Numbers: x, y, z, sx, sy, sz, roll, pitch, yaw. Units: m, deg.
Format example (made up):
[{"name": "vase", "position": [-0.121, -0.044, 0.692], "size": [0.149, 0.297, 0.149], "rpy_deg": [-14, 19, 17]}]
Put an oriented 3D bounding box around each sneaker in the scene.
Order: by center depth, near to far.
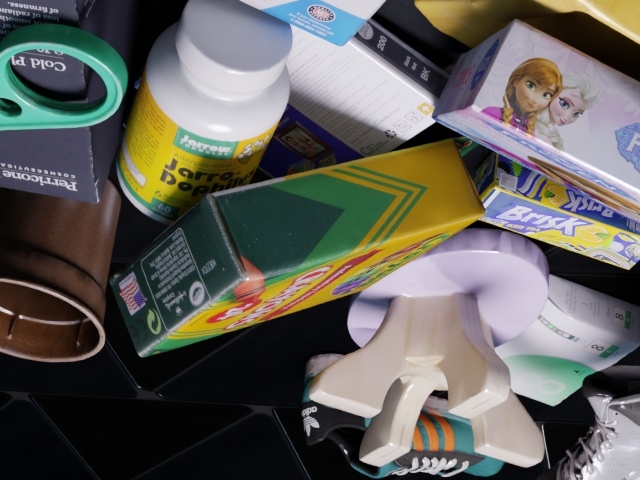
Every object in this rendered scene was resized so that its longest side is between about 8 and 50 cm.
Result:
[{"name": "sneaker", "position": [0.264, 0.188, 1.356], "size": [0.228, 0.086, 0.132], "rpy_deg": [-33, 121, 14]}, {"name": "sneaker", "position": [0.101, 0.250, 1.731], "size": [0.302, 0.121, 0.108], "rpy_deg": [25, 146, -22]}]

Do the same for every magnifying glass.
[{"name": "magnifying glass", "position": [-0.234, -0.098, 1.024], "size": [0.231, 0.026, 0.092], "rpy_deg": [-16, 140, 38]}]

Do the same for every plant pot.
[{"name": "plant pot", "position": [-0.280, 0.012, 1.423], "size": [0.166, 0.165, 0.167], "rpy_deg": [8, 149, 5]}]

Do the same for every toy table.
[{"name": "toy table", "position": [0.116, 0.117, 1.403], "size": [0.252, 0.161, 0.274], "rpy_deg": [13, 150, -9]}]

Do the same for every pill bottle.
[{"name": "pill bottle", "position": [-0.092, -0.108, 1.140], "size": [0.117, 0.118, 0.208], "rpy_deg": [17, 145, -10]}]

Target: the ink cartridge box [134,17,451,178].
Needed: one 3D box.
[{"name": "ink cartridge box", "position": [-0.025, -0.136, 1.214], "size": [0.208, 0.045, 0.206], "rpy_deg": [32, 142, -22]}]

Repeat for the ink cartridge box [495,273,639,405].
[{"name": "ink cartridge box", "position": [0.204, 0.094, 1.515], "size": [0.224, 0.056, 0.181], "rpy_deg": [18, 147, -15]}]

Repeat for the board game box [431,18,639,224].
[{"name": "board game box", "position": [0.243, -0.047, 1.009], "size": [0.318, 0.066, 0.318], "rpy_deg": [27, -177, -1]}]

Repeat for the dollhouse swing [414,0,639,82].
[{"name": "dollhouse swing", "position": [0.290, -0.205, 0.999], "size": [0.346, 0.305, 0.315], "rpy_deg": [25, 105, -21]}]

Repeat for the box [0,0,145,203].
[{"name": "box", "position": [-0.320, -0.209, 1.064], "size": [0.343, 0.179, 0.312], "rpy_deg": [11, 148, 0]}]

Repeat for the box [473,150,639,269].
[{"name": "box", "position": [0.227, -0.031, 1.303], "size": [0.168, 0.054, 0.059], "rpy_deg": [18, 148, -11]}]

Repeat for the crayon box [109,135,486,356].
[{"name": "crayon box", "position": [0.000, 0.000, 1.237], "size": [0.318, 0.081, 0.202], "rpy_deg": [-16, 168, -37]}]

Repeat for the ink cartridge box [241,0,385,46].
[{"name": "ink cartridge box", "position": [0.006, -0.241, 1.006], "size": [0.139, 0.082, 0.190], "rpy_deg": [23, 146, -19]}]
